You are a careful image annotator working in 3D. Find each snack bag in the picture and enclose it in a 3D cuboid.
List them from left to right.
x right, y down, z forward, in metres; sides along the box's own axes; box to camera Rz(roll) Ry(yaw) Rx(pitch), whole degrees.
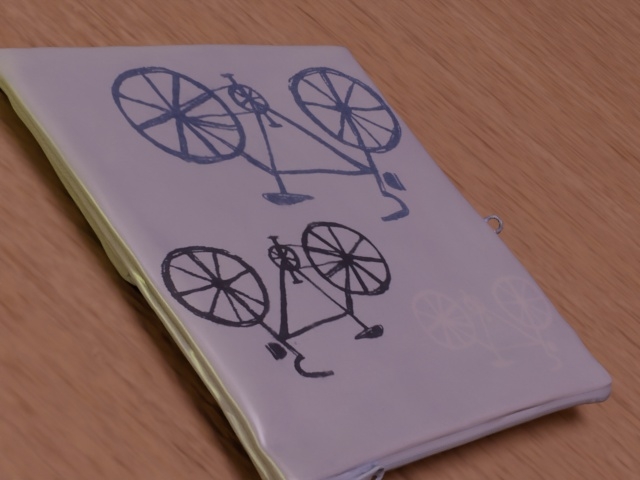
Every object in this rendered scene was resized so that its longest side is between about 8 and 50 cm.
[{"bbox_3d":[0.000,0.000,0.860,0.323,0.037,0.342,-9,54,-48],"label":"snack bag"}]
